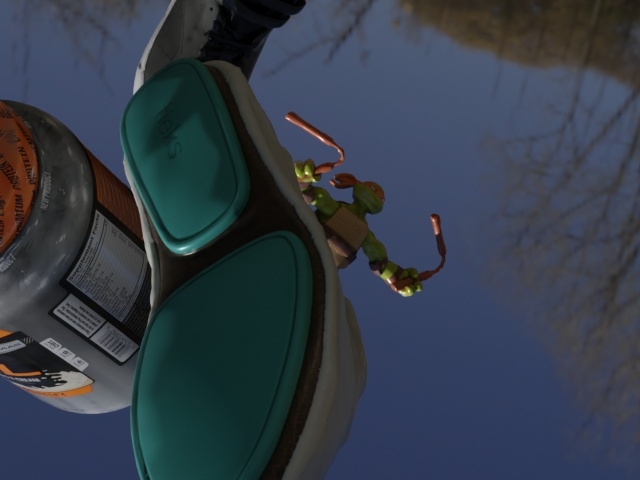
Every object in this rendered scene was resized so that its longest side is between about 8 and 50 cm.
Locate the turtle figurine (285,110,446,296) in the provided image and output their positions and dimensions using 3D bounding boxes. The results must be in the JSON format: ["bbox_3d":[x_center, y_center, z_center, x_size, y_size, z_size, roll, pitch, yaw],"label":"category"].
[{"bbox_3d":[0.000,0.000,1.612,0.269,0.217,0.087,44,169,-27],"label":"turtle figurine"}]

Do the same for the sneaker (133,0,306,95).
[{"bbox_3d":[-0.088,-0.191,1.343,0.105,0.295,0.147,21,171,-24],"label":"sneaker"}]

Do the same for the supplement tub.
[{"bbox_3d":[-0.236,0.011,1.168,0.194,0.193,0.316,21,165,26],"label":"supplement tub"}]

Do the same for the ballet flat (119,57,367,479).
[{"bbox_3d":[-0.035,0.037,0.845,0.139,0.139,0.400,8,-144,-18],"label":"ballet flat"}]
